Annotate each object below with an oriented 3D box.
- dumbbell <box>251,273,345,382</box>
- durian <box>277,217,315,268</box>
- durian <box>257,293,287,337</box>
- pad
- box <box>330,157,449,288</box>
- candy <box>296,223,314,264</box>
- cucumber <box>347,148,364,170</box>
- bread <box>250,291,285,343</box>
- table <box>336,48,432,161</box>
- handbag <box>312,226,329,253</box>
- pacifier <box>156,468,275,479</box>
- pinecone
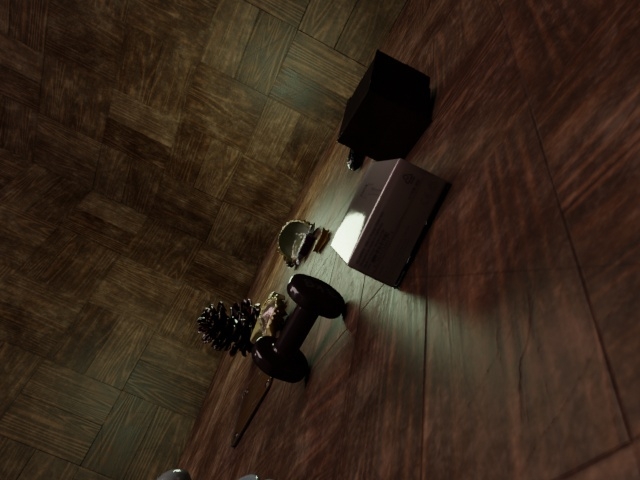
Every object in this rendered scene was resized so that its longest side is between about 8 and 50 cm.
[{"bbox_3d":[-0.051,0.196,1.172,0.225,0.141,0.124,-62,19,17],"label":"dumbbell"},{"bbox_3d":[-0.102,0.003,2.216,0.252,0.145,0.139,-56,32,16],"label":"durian"},{"bbox_3d":[-0.157,0.281,1.808,0.140,0.078,0.224,-48,24,18],"label":"durian"},{"bbox_3d":[-0.208,0.485,1.696,0.286,0.018,0.284,-59,9,19],"label":"pad"},{"bbox_3d":[0.118,-0.041,0.982,0.251,0.106,0.203,-123,58,-82],"label":"box"},{"bbox_3d":[-0.057,0.018,2.079,0.045,0.043,0.174,-109,42,-76],"label":"candy"},{"bbox_3d":[0.140,-0.342,1.877,0.245,0.067,0.067,-69,10,-26],"label":"cucumber"},{"bbox_3d":[-0.202,0.306,2.007,0.125,0.068,0.188,-55,13,47],"label":"bread"},{"bbox_3d":[0.165,-0.321,1.286,0.169,0.173,0.193,-55,16,45],"label":"table"},{"bbox_3d":[0.000,0.000,1.825,0.083,0.027,0.061,-59,10,36],"label":"handbag"},{"bbox_3d":[-0.203,0.497,0.942,0.238,0.226,0.287,-45,10,0],"label":"pacifier"},{"bbox_3d":[-0.360,0.343,2.110,0.246,0.292,0.246,-25,57,45],"label":"pinecone"}]
